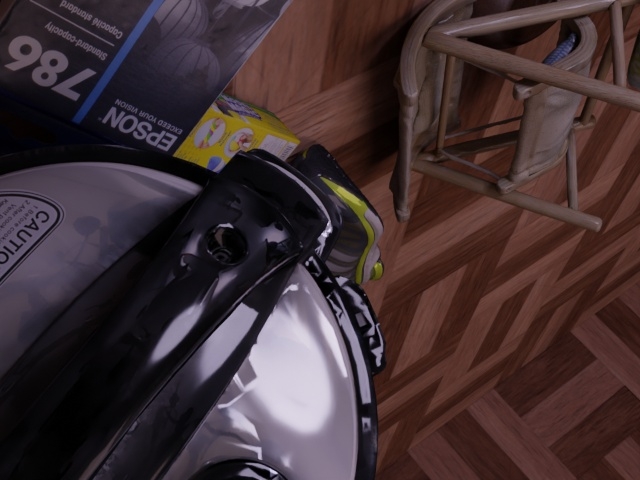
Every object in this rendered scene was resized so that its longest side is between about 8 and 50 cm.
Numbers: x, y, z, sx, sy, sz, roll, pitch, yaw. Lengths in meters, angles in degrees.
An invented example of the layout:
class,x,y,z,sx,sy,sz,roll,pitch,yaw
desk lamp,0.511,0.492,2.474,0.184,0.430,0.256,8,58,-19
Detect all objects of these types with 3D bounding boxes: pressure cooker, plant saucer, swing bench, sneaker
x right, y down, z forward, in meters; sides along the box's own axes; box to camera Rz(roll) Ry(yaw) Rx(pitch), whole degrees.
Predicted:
class,x,y,z,sx,sy,sz,roll,pitch,yaw
pressure cooker,-0.150,0.132,0.648,0.376,0.369,0.420,-3,166,-13
plant saucer,0.247,-0.288,1.055,0.199,0.036,0.198,-33,154,-18
swing bench,0.207,-0.144,1.040,0.255,0.165,0.253,4,153,4
sneaker,0.000,0.000,1.084,0.121,0.111,0.300,-34,153,-9

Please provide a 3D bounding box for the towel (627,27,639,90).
class,x,y,z,sx,sy,sz,roll,pitch,yaw
towel,0.427,-0.364,0.959,0.374,0.090,0.320,90,20,-59

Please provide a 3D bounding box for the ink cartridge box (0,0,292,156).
class,x,y,z,sx,sy,sz,roll,pitch,yaw
ink cartridge box,-0.116,-0.165,0.620,0.165,0.065,0.332,23,115,-44

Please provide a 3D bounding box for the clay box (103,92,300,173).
class,x,y,z,sx,sy,sz,roll,pitch,yaw
clay box,-0.126,-0.075,0.825,0.127,0.053,0.222,-49,154,16
